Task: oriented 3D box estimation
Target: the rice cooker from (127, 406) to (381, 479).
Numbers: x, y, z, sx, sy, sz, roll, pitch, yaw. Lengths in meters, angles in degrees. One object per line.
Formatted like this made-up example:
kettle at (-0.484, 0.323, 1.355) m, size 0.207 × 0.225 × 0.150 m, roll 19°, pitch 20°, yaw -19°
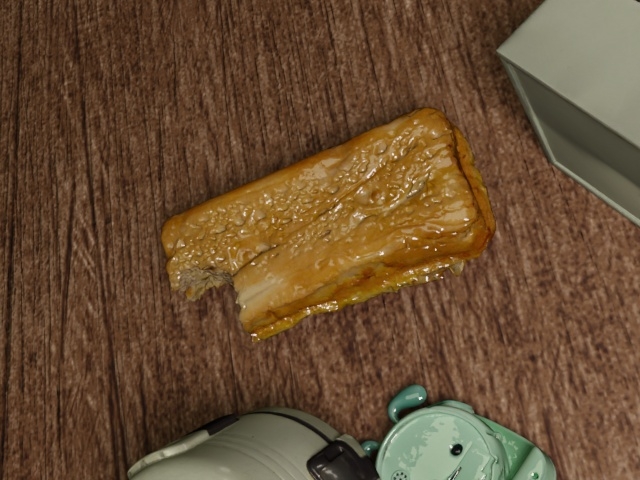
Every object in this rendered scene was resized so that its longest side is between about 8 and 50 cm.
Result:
rice cooker at (-0.064, 0.272, 0.879) m, size 0.226 × 0.244 × 0.226 m, roll 4°, pitch 98°, yaw 30°

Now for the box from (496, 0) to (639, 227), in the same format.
box at (0.307, -0.106, 0.875) m, size 0.117 × 0.225 × 0.225 m, roll -46°, pitch 56°, yaw 1°

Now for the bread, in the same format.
bread at (0.000, 0.000, 1.057) m, size 0.380 × 0.109 × 0.185 m, roll -21°, pitch 68°, yaw 19°

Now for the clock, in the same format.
clock at (0.117, 0.229, 0.918) m, size 0.189 × 0.060 × 0.148 m, roll 29°, pitch 83°, yaw 34°
